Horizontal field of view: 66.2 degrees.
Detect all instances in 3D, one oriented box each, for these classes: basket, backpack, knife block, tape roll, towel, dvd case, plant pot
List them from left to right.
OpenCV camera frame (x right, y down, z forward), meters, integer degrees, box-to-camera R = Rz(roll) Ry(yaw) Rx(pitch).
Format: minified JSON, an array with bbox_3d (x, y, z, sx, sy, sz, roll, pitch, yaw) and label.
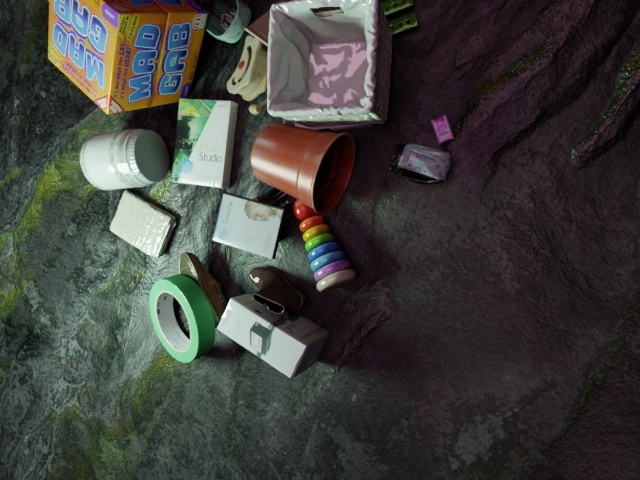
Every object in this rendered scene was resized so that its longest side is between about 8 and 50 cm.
[{"bbox_3d":[-0.713,-0.065,1.969,0.282,0.049,0.187,29,100,19],"label":"towel"},{"bbox_3d":[-0.516,0.289,1.819,0.321,0.077,0.321,14,112,39],"label":"tape roll"},{"bbox_3d":[-0.338,-0.799,1.750,0.188,0.144,0.166,45,107,29],"label":"backpack"},{"bbox_3d":[-0.251,-0.055,1.707,0.253,0.022,0.180,16,98,20],"label":"dvd case"},{"bbox_3d":[-0.228,-0.107,1.758,0.276,0.088,0.242,11,95,21],"label":"knife block"},{"bbox_3d":[-0.065,-0.255,1.597,0.265,0.272,0.272,23,99,22],"label":"plant pot"},{"bbox_3d":[0.039,-0.516,1.478,0.328,0.266,0.331,3,92,21],"label":"basket"},{"bbox_3d":[0.310,-0.239,1.518,0.182,0.152,0.115,17,107,8],"label":"backpack"}]

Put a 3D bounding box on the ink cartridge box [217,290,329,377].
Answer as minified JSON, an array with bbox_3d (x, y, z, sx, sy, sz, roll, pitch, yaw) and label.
[{"bbox_3d":[-0.154,0.307,1.665,0.307,0.223,0.129,29,101,18],"label":"ink cartridge box"}]

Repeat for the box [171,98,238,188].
[{"bbox_3d":[-0.438,-0.366,1.848,0.232,0.058,0.322,8,94,21],"label":"box"}]

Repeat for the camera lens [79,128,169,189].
[{"bbox_3d":[-0.754,-0.310,1.886,0.274,0.219,0.219,-3,90,21],"label":"camera lens"}]

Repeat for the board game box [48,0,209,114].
[{"bbox_3d":[-0.674,-0.715,1.712,0.356,0.356,0.356,41,130,15],"label":"board game box"}]

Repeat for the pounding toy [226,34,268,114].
[{"bbox_3d":[-0.226,-0.574,1.755,0.154,0.155,0.269,10,85,49],"label":"pounding toy"}]

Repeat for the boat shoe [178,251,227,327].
[{"bbox_3d":[-0.434,0.182,1.839,0.111,0.104,0.307,-26,84,41],"label":"boat shoe"}]

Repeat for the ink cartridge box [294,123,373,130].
[{"bbox_3d":[0.038,-0.517,1.655,0.261,0.066,0.296,-2,90,22],"label":"ink cartridge box"}]

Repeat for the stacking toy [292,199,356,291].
[{"bbox_3d":[0.000,0.000,1.661,0.141,0.141,0.330,-27,75,20],"label":"stacking toy"}]

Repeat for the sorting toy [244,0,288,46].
[{"bbox_3d":[-0.123,-0.721,1.680,0.193,0.038,0.208,40,69,16],"label":"sorting toy"}]

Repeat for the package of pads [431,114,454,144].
[{"bbox_3d":[0.385,-0.347,1.542,0.050,0.032,0.083,-19,84,18],"label":"package of pads"}]

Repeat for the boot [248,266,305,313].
[{"bbox_3d":[-0.180,0.165,1.680,0.248,0.207,0.090,27,101,18],"label":"boot"}]

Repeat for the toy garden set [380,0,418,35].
[{"bbox_3d":[0.195,-0.773,1.600,0.204,0.049,0.244,-13,87,19],"label":"toy garden set"}]
